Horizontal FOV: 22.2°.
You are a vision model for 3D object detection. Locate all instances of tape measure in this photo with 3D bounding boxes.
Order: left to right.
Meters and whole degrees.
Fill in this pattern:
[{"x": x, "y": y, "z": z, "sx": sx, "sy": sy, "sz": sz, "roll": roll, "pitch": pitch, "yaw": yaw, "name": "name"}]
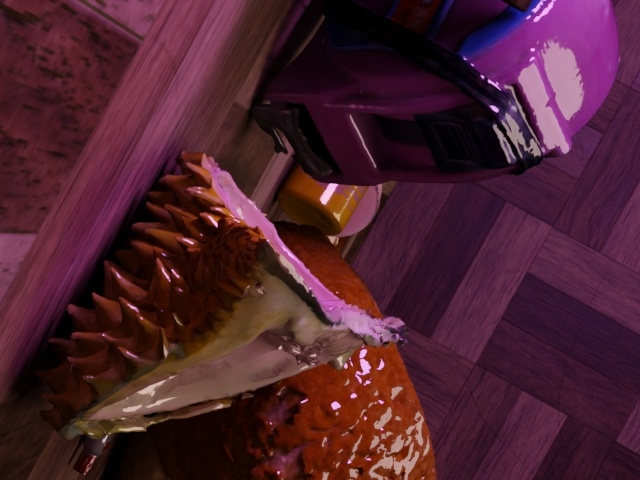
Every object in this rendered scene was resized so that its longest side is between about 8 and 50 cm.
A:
[{"x": 0.101, "y": -0.147, "z": 1.244, "sx": 0.231, "sy": 0.245, "sz": 0.149, "roll": -56, "pitch": 136, "yaw": -30, "name": "tape measure"}]

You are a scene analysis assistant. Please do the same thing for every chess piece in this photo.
[{"x": 0.035, "y": -0.076, "z": 1.825, "sx": 0.094, "sy": 0.094, "sz": 0.170, "roll": -63, "pitch": 179, "yaw": 25, "name": "chess piece"}]

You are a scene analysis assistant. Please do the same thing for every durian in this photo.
[{"x": -0.083, "y": 0.058, "z": 1.013, "sx": 0.195, "sy": 0.185, "sz": 0.305, "roll": -42, "pitch": 173, "yaw": 6, "name": "durian"}]

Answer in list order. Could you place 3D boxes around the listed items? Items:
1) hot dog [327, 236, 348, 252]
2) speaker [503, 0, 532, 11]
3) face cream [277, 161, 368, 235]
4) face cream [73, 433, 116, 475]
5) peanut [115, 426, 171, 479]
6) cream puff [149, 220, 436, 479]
[{"x": 0.001, "y": -0.002, "z": 2.112, "sx": 0.090, "sy": 0.060, "sz": 0.140, "roll": -54, "pitch": 166, "yaw": -30, "name": "hot dog"}, {"x": 0.118, "y": -0.283, "z": 1.039, "sx": 0.231, "sy": 0.153, "sz": 0.192, "roll": -62, "pitch": 175, "yaw": 11, "name": "speaker"}, {"x": 0.052, "y": -0.135, "z": 1.692, "sx": 0.273, "sy": 0.078, "sz": 0.078, "roll": -60, "pitch": 175, "yaw": -20, "name": "face cream"}, {"x": -0.172, "y": 0.149, "z": 1.310, "sx": 0.083, "sy": 0.021, "sz": 0.040, "roll": -60, "pitch": 177, "yaw": -3, "name": "face cream"}, {"x": -0.141, "y": 0.245, "z": 1.608, "sx": 0.147, "sy": 0.147, "sz": 0.319, "roll": -57, "pitch": 169, "yaw": -39, "name": "peanut"}, {"x": -0.034, "y": 0.131, "z": 1.317, "sx": 0.212, "sy": 0.303, "sz": 0.303, "roll": -20, "pitch": 168, "yaw": -7, "name": "cream puff"}]
